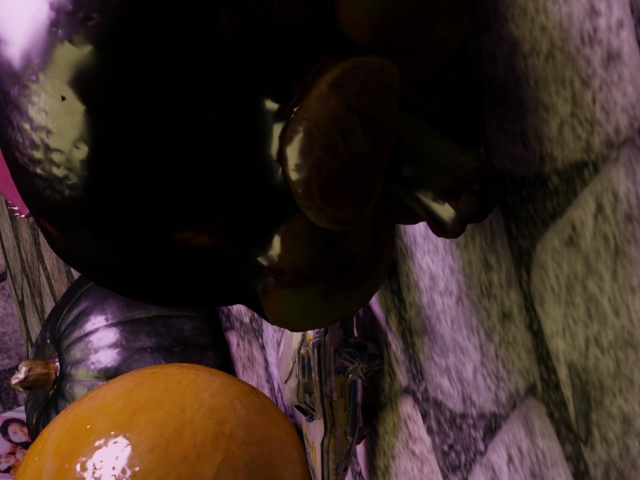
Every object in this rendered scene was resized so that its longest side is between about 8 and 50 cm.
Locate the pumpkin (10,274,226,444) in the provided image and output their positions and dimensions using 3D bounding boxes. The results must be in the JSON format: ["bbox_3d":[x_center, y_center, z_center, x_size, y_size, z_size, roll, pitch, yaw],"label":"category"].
[{"bbox_3d":[-0.199,0.138,1.818,0.250,0.216,0.249,-21,65,56],"label":"pumpkin"}]

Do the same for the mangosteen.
[{"bbox_3d":[-0.035,-0.078,1.024,0.233,0.288,0.287,117,139,-81],"label":"mangosteen"}]

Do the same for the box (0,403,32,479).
[{"bbox_3d":[-0.308,0.271,2.233,0.103,0.250,0.180,71,172,-50],"label":"box"}]

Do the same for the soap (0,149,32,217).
[{"bbox_3d":[-0.230,-0.102,1.791,0.289,0.182,0.112,-142,42,-59],"label":"soap"}]

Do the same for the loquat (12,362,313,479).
[{"bbox_3d":[-0.123,0.233,1.563,0.275,0.275,0.274,168,90,-75],"label":"loquat"}]

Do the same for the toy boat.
[{"bbox_3d":[0.003,0.115,1.345,0.084,0.066,0.210,-120,22,-51],"label":"toy boat"}]
